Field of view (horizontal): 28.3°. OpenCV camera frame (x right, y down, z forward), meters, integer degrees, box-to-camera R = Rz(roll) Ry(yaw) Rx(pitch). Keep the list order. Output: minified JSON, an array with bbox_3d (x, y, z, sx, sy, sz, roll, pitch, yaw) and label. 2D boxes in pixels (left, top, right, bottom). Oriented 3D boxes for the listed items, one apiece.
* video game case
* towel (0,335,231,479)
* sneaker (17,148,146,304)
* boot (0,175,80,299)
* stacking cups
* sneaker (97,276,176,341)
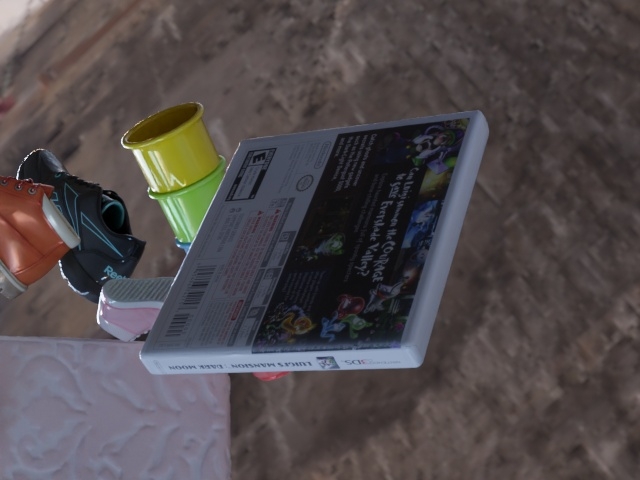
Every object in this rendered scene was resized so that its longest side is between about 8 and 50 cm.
[{"bbox_3d":[0.000,0.000,0.754,0.022,0.173,0.190,62,-144,-37],"label":"video game case"},{"bbox_3d":[-0.252,0.273,1.437,0.317,0.053,0.332,6,-115,-20],"label":"towel"},{"bbox_3d":[-0.304,-0.037,1.651,0.101,0.106,0.267,20,-152,-52],"label":"sneaker"},{"bbox_3d":[-0.266,-0.038,1.042,0.158,0.084,0.059,55,-178,-13],"label":"boot"},{"bbox_3d":[-0.107,0.007,1.385,0.096,0.096,0.316,-113,-1,-65],"label":"stacking cups"},{"bbox_3d":[-0.194,0.082,1.459,0.134,0.070,0.051,5,-137,-26],"label":"sneaker"}]
